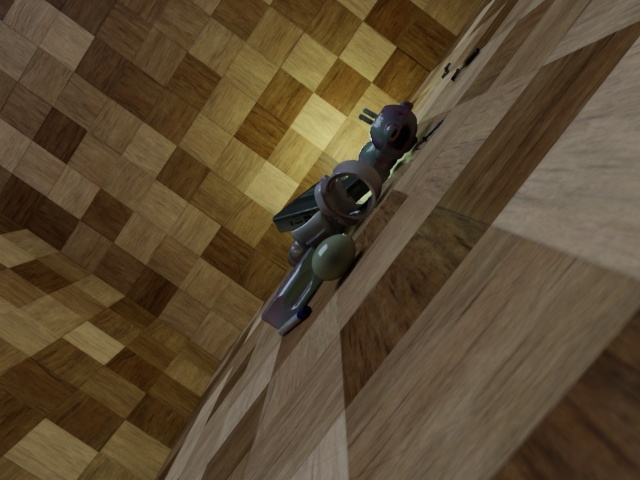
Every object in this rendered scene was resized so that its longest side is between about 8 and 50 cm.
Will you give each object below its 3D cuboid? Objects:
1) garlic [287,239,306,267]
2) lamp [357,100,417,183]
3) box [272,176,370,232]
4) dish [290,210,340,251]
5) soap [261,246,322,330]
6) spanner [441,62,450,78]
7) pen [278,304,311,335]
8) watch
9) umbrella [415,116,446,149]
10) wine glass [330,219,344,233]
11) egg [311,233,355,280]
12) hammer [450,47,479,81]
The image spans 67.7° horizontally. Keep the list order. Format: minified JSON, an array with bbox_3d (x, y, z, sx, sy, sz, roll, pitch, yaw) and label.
[{"bbox_3d":[-0.071,0.042,2.392,0.228,0.152,0.228,-62,1,2],"label":"garlic"},{"bbox_3d":[0.246,-0.405,1.886,0.247,0.247,0.301,-55,-4,-41],"label":"lamp"},{"bbox_3d":[0.021,-0.185,2.138,0.396,0.111,0.396,-13,22,45],"label":"box"},{"bbox_3d":[0.000,0.000,1.851,0.151,0.077,0.212,-37,-38,2],"label":"dish"},{"bbox_3d":[-0.088,0.183,1.789,0.324,0.109,0.193,-54,5,-3],"label":"soap"},{"bbox_3d":[0.685,-0.929,2.604,0.054,0.015,0.254,-52,5,33],"label":"spanner"},{"bbox_3d":[-0.091,0.274,1.615,0.033,0.033,0.269,-57,5,-33],"label":"pen"},{"bbox_3d":[0.127,-0.178,1.798,0.231,0.244,0.196,-25,24,32],"label":"watch"},{"bbox_3d":[0.371,-0.365,1.623,0.149,0.022,0.022,-52,31,33],"label":"umbrella"},{"bbox_3d":[0.062,-0.101,2.245,0.126,0.126,0.241,-53,6,18],"label":"wine glass"},{"bbox_3d":[0.040,0.048,1.395,0.152,0.114,0.114,-49,4,-4],"label":"egg"},{"bbox_3d":[0.593,-0.721,1.964,0.078,0.021,0.201,-56,4,-16],"label":"hammer"}]
